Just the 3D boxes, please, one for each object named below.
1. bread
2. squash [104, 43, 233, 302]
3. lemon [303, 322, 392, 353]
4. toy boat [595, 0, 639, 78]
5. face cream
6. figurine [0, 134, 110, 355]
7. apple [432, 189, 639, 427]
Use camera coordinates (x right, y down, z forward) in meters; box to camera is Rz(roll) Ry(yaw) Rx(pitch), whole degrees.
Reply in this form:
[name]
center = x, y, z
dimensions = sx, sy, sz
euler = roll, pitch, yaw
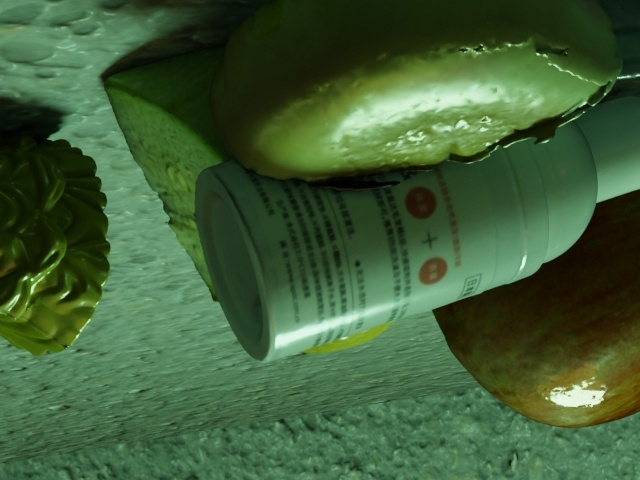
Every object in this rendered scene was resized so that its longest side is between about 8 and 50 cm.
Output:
[bread]
center = 0.059, -0.137, 1.052
dimensions = 0.260, 0.158, 0.156
euler = -6, 155, -9
[squash]
center = -0.023, -0.064, 1.278
dimensions = 0.204, 0.155, 0.237
euler = 17, 145, 43
[lemon]
center = 0.000, 0.000, 1.460
dimensions = 0.204, 0.204, 0.260
euler = -4, 175, -17
[toy boat]
center = 0.261, -0.149, 1.165
dimensions = 0.282, 0.078, 0.127
euler = -6, -173, -3
[face cream]
center = 0.105, -0.031, 1.179
dimensions = 0.369, 0.145, 0.145
euler = -16, 170, -18
[figurine]
center = -0.331, -0.030, 1.238
dimensions = 0.168, 0.187, 0.315
euler = -14, 158, 40
[apple]
center = 0.247, 0.020, 1.523
dimensions = 0.301, 0.302, 0.301
euler = -8, 167, -2
